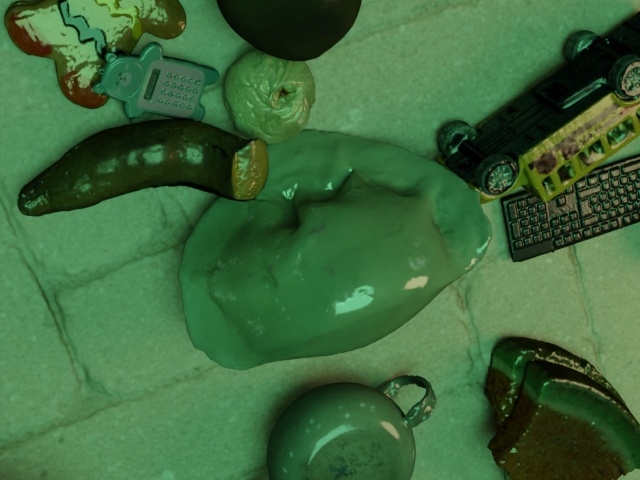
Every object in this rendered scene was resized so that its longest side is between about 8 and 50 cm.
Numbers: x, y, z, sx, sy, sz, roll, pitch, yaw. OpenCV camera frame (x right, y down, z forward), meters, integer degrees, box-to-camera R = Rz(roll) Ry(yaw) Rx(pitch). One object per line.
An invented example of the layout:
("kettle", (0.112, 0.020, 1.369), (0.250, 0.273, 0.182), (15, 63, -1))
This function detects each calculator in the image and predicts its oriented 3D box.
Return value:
("calculator", (-0.186, -0.177, 1.203), (0.141, 0.019, 0.094), (9, 114, -33))

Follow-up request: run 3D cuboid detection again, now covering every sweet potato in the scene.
("sweet potato", (-0.201, -0.081, 1.199), (0.286, 0.085, 0.112), (-9, 67, -8))

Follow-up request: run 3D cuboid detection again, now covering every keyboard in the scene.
("keyboard", (0.391, -0.055, 1.430), (0.310, 0.018, 0.100), (-17, 111, -10))

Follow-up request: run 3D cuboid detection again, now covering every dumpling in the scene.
("dumpling", (0.004, 0.029, 1.259), (0.321, 0.270, 0.211), (-21, 137, -33))

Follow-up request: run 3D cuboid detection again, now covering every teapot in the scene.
("teapot", (0.025, 0.272, 1.374), (0.294, 0.129, 0.193), (-36, 114, -5))

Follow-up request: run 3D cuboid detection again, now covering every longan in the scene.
("longan", (-0.034, -0.287, 1.158), (0.167, 0.167, 0.187), (-30, 138, -5))

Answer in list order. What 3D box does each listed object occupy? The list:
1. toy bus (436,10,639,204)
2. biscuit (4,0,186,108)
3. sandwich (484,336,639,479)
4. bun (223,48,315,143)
("toy bus", (0.312, -0.154, 1.322), (0.335, 0.121, 0.123), (-36, 126, -3))
("biscuit", (-0.223, -0.274, 1.170), (0.250, 0.036, 0.165), (-44, 115, 1))
("sandwich", (0.330, 0.259, 1.466), (0.212, 0.109, 0.292), (-34, 114, -4))
("bun", (-0.058, -0.166, 1.235), (0.115, 0.069, 0.115), (-5, 109, -13))
